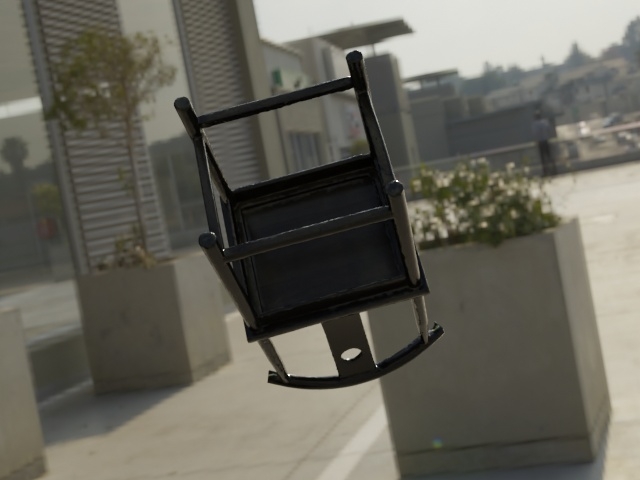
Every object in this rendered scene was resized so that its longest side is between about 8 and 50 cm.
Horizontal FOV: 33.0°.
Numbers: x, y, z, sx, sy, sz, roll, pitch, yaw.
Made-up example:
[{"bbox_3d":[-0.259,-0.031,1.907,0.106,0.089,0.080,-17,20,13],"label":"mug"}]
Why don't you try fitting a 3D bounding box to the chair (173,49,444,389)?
[{"bbox_3d":[0.000,0.000,0.825,0.155,0.141,0.260,-15,-30,2],"label":"chair"}]
